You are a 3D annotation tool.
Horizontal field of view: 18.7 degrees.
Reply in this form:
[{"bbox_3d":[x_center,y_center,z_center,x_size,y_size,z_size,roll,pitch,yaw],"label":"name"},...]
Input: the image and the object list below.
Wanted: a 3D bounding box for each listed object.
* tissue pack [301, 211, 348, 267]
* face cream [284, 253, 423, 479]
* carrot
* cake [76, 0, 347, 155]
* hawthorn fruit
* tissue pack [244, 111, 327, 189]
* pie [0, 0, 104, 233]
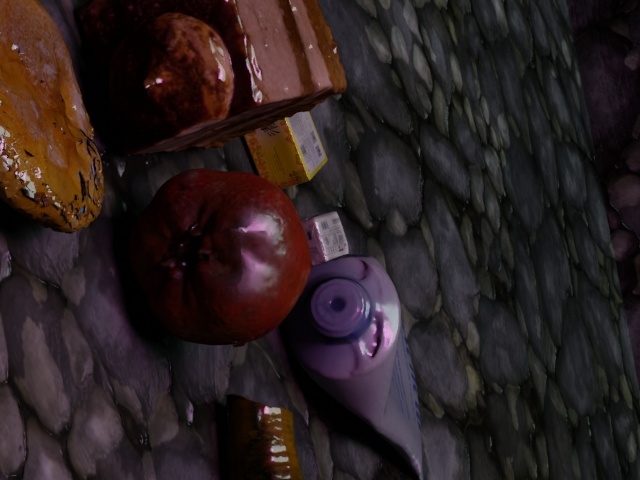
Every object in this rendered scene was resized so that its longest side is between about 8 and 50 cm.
[{"bbox_3d":[0.000,0.000,2.373,0.083,0.042,0.062,-21,92,-69],"label":"tissue pack"},{"bbox_3d":[0.062,0.141,2.373,0.420,0.137,0.234,54,25,-66],"label":"face cream"},{"bbox_3d":[-0.056,0.241,2.004,0.082,0.082,0.173,31,49,-60],"label":"carrot"},{"bbox_3d":[-0.129,-0.201,2.013,0.293,0.196,0.198,-18,90,-64],"label":"cake"},{"bbox_3d":[-0.093,0.019,1.954,0.202,0.185,0.185,13,63,-72],"label":"hawthorn fruit"},{"bbox_3d":[-0.059,-0.154,2.315,0.176,0.062,0.095,68,20,-12],"label":"tissue pack"},{"bbox_3d":[-0.268,-0.121,1.752,0.273,0.069,0.273,52,26,-38],"label":"pie"}]
